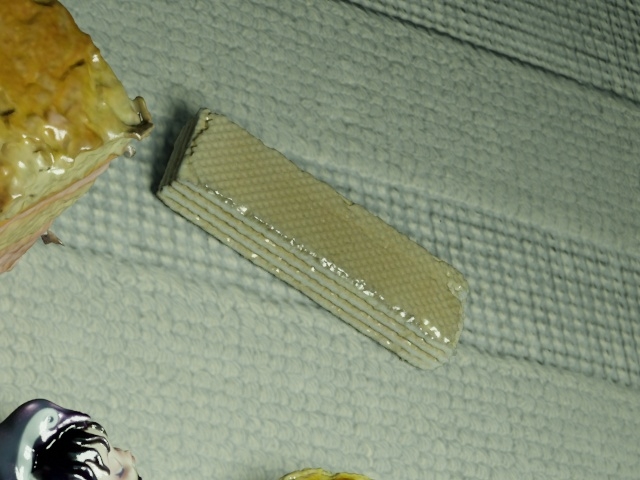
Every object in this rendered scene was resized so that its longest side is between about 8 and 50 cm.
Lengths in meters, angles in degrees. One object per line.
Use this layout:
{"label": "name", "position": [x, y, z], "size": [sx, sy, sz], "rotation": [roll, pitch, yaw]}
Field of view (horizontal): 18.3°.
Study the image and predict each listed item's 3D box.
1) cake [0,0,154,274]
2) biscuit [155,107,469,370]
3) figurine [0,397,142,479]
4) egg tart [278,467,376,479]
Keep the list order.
{"label": "cake", "position": [-0.403, -0.112, 2.029], "size": [0.314, 0.307, 0.293], "rotation": [53, 45, 4]}
{"label": "biscuit", "position": [0.000, 0.000, 2.445], "size": [0.426, 0.078, 0.144], "rotation": [34, 44, -17]}
{"label": "figurine", "position": [-0.252, 0.254, 2.032], "size": [0.222, 0.145, 0.145], "rotation": [41, 42, -24]}
{"label": "egg tart", "position": [0.015, 0.387, 2.153], "size": [0.295, 0.116, 0.294], "rotation": [21, 52, -29]}
